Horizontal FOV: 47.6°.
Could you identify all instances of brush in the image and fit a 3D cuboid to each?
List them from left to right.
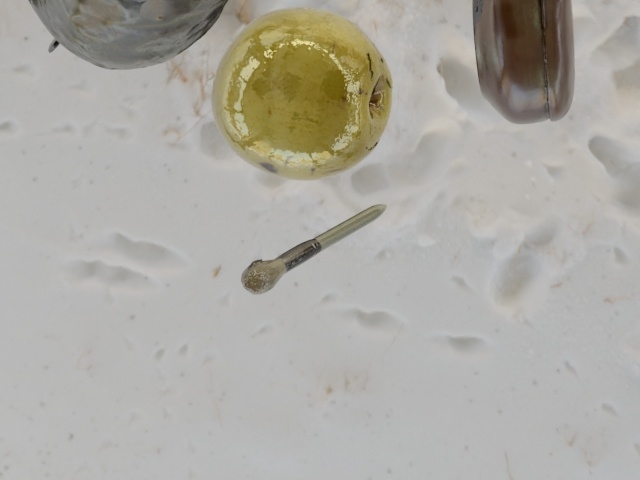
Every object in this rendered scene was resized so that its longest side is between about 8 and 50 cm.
[{"bbox_3d":[0.000,0.000,1.028,0.042,0.299,0.039,36,136,25],"label":"brush"}]

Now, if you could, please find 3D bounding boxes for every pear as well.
[{"bbox_3d":[-0.033,-0.281,1.408,0.348,0.348,0.348,2,116,5],"label":"pear"}]

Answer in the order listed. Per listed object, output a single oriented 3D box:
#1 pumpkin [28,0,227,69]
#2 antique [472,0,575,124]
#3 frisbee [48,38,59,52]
[{"bbox_3d":[-0.172,-0.294,0.535,0.242,0.232,0.325,-36,109,-23],"label":"pumpkin"},{"bbox_3d":[0.283,-0.286,1.004,0.129,0.224,0.278,-2,144,18],"label":"antique"},{"bbox_3d":[-0.278,-0.350,0.930,0.187,0.211,0.012,-25,136,37],"label":"frisbee"}]
